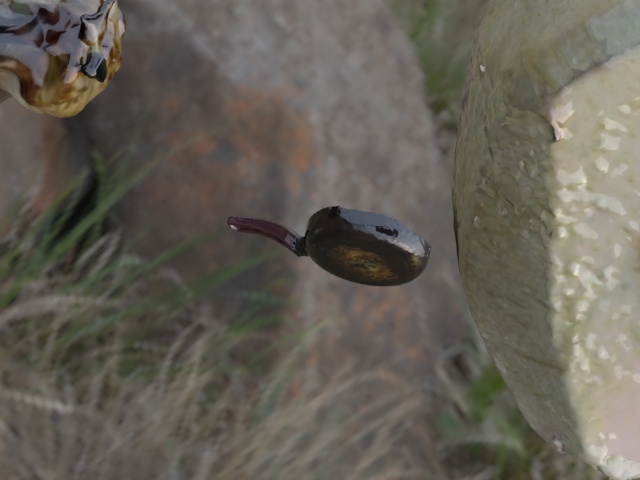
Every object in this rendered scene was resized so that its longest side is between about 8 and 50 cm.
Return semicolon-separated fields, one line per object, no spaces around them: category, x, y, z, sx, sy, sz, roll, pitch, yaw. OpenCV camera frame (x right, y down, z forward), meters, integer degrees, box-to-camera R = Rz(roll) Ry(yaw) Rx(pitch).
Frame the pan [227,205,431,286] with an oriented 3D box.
pan;-0.001;0.003;1.788;0.115;0.212;0.040;47;56;-50

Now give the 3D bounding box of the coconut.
coconut;0.270;-0.057;1.272;0.404;0.404;0.404;23;48;-28

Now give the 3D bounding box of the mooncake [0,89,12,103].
mooncake;-0.349;-0.151;1.163;0.246;0.393;0.394;55;-3;5

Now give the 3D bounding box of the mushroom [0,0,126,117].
mushroom;-0.247;-0.090;0.875;0.254;0.267;0.267;53;29;-48
